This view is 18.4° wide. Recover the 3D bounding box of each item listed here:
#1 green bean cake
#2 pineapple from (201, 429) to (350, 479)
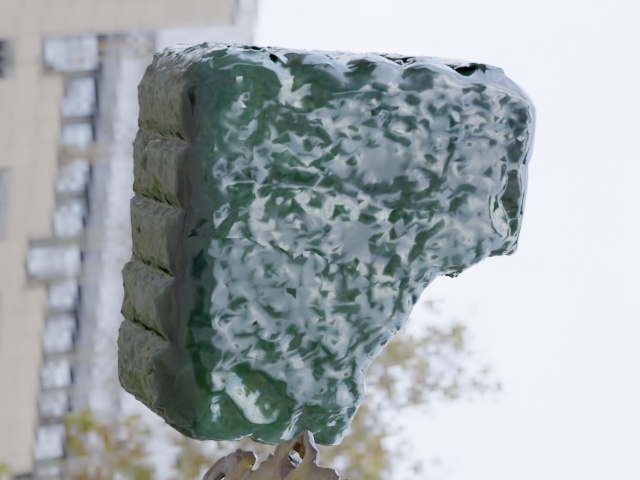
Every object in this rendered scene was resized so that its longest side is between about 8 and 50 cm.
[{"bbox_3d":[0.000,0.000,1.573,0.169,0.300,0.308,-160,-106,-67],"label":"green bean cake"},{"bbox_3d":[0.037,0.275,1.067,0.262,0.271,0.262,-34,-141,33],"label":"pineapple"}]
